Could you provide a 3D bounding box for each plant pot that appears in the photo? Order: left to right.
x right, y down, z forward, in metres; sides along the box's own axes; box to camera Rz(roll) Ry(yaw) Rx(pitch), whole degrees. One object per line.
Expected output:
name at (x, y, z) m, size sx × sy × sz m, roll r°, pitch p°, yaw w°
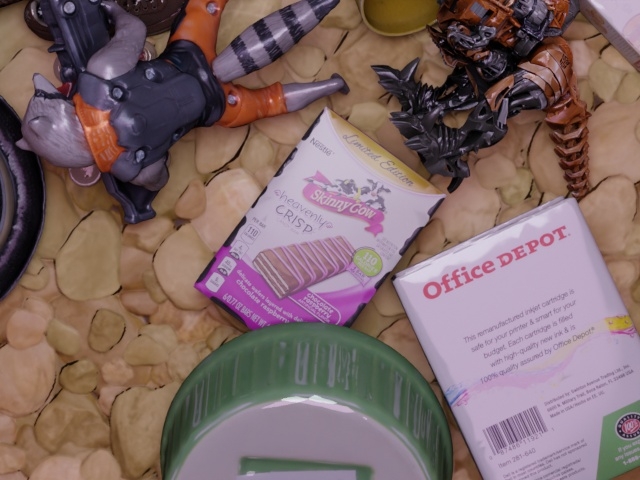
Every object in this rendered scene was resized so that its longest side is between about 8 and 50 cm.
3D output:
plant pot at (0.081, -0.292, 1.557) m, size 0.134 × 0.134 × 0.095 m, roll -31°, pitch 60°, yaw 1°

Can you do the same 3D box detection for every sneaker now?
sneaker at (-0.215, -0.243, 1.579) m, size 0.188 × 0.071 × 0.066 m, roll -13°, pitch 90°, yaw 1°

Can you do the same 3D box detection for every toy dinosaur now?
toy dinosaur at (0.179, -0.164, 1.516) m, size 0.218 × 0.164 × 0.322 m, roll -33°, pitch 96°, yaw 10°

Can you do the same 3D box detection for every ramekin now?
ramekin at (-0.017, 0.246, 1.501) m, size 0.303 × 0.148 × 0.303 m, roll 0°, pitch 107°, yaw 2°

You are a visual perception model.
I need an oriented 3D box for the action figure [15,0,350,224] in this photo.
action figure at (-0.162, -0.193, 1.492) m, size 0.330 × 0.178 × 0.341 m, roll -35°, pitch 114°, yaw -20°

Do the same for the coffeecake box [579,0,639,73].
coffeecake box at (0.352, -0.264, 1.574) m, size 0.142 × 0.068 × 0.185 m, roll -44°, pitch 90°, yaw 0°

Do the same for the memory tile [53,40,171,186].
memory tile at (-0.222, -0.135, 1.609) m, size 0.113 × 0.012 × 0.148 m, roll -8°, pitch 90°, yaw 1°

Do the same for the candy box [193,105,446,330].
candy box at (0.000, 0.000, 1.577) m, size 0.159 × 0.071 × 0.233 m, roll 36°, pitch 90°, yaw 0°

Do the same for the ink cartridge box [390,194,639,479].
ink cartridge box at (0.218, 0.118, 1.552) m, size 0.201 × 0.117 × 0.278 m, roll -25°, pitch 90°, yaw 0°

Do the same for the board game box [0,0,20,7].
board game box at (-0.393, -0.351, 1.567) m, size 0.165 × 0.042 × 0.243 m, roll -14°, pitch 90°, yaw 23°

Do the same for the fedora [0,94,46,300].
fedora at (-0.454, -0.053, 1.542) m, size 0.334 × 0.152 × 0.334 m, roll 0°, pitch 90°, yaw 1°
